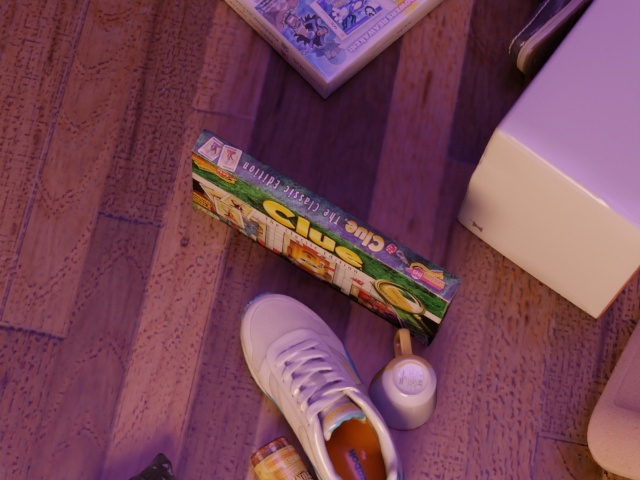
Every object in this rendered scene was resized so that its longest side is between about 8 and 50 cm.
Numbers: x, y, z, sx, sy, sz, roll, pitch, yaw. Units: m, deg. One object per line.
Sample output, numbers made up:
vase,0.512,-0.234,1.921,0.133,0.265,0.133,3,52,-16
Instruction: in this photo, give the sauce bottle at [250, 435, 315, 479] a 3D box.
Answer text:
sauce bottle,-0.012,0.231,1.335,0.042,0.042,0.128,-32,76,-15

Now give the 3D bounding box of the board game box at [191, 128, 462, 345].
board game box,0.000,0.000,1.374,0.259,0.136,0.030,31,69,8

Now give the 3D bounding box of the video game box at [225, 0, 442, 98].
video game box,0.015,-0.269,1.525,0.205,0.048,0.187,-41,75,-17

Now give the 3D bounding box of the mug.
mug,0.072,0.124,1.370,0.062,0.064,0.078,-33,75,-14

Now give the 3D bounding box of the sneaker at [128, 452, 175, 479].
sneaker,-0.184,0.259,1.309,0.170,0.051,0.089,-30,74,-19

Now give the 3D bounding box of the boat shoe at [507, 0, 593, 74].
boat shoe,0.248,-0.250,1.523,0.073,0.080,0.223,39,66,16

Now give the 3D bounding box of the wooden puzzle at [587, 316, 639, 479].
wooden puzzle,0.442,0.098,1.341,0.322,0.080,0.348,14,58,30

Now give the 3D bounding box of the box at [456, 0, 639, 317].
box,0.300,-0.134,1.405,0.168,0.215,0.345,36,71,9

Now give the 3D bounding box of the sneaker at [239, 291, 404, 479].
sneaker,0.006,0.137,1.345,0.087,0.092,0.228,-30,73,-13
